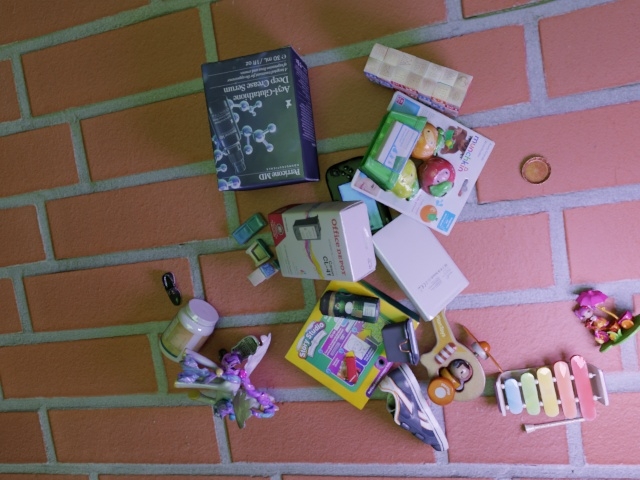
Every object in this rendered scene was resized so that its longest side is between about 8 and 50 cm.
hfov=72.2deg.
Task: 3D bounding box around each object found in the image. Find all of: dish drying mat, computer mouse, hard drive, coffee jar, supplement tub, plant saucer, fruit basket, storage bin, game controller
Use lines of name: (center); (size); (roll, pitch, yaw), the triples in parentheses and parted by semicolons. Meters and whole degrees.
dish drying mat: (0.101, 0.419, 1.428); (0.032, 0.008, 0.084); (-5, 95, 15)
computer mouse: (-0.290, 0.410, 1.613); (0.193, 0.042, 0.106); (-37, 83, 20)
hard drive: (0.308, 0.068, 1.379); (0.203, 0.040, 0.308); (-35, 87, -25)
coffee jar: (0.091, 0.205, 1.366); (0.184, 0.096, 0.079); (8, 93, 13)
supplement tub: (-0.475, 0.326, 1.591); (0.144, 0.144, 0.200); (39, 103, 6)
plant saucer: (0.658, -0.212, 1.338); (0.083, 0.013, 0.084); (1, 96, 12)
fruit basket: (0.314, -0.233, 1.337); (0.352, 0.165, 0.327); (27, 94, 0)
storage bin: (0.242, 0.315, 1.349); (0.090, 0.098, 0.135); (-12, 92, 22)
game controller: (0.133, -0.111, 1.443); (0.166, 0.067, 0.320); (-18, 93, 14)

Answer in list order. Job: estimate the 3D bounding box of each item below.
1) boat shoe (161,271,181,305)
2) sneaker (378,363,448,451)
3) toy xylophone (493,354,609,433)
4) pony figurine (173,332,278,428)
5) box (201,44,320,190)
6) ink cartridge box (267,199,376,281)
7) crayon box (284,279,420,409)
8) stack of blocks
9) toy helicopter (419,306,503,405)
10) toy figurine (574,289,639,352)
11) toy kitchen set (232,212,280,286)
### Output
boat shoe: (-0.561, 0.185, 1.649); (0.048, 0.042, 0.133); (-15, 94, 12)
sneaker: (0.296, 0.564, 1.432); (0.127, 0.126, 0.321); (-29, 96, -5)
toy xylophone: (0.718, 0.489, 1.368); (0.322, 0.081, 0.237); (-21, 92, 15)
pony figurine: (-0.302, 0.483, 1.492); (0.363, 0.303, 0.351); (17, 142, 0)
box: (-0.182, -0.370, 1.412); (0.293, 0.212, 0.396); (-6, 96, 13)
ink cartridge box: (0.000, 0.000, 1.375); (0.306, 0.131, 0.226); (0, 108, 42)
crayon box: (0.103, 0.324, 1.479); (0.313, 0.106, 0.363); (33, 102, 9)
stack of blocks: (0.291, -0.476, 1.311); (0.297, 0.171, 0.087); (25, 101, 10)
toy helicopter: (0.423, 0.330, 1.397); (0.234, 0.140, 0.356); (-20, 82, 19)
toy figurine: (0.836, 0.225, 1.314); (0.159, 0.130, 0.173); (43, 129, 19)
toy kitchen set: (-0.215, 0.026, 1.486); (0.122, 0.166, 0.207); (-39, 87, 14)
